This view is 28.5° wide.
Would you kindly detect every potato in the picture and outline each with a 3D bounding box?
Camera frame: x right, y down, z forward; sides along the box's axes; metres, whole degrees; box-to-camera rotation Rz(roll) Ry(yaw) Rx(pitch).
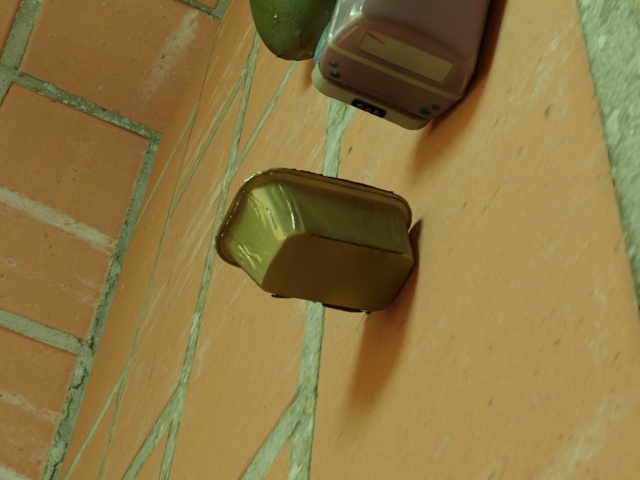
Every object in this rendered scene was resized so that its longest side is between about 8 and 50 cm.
[{"bbox_3d":[-0.031,-0.382,1.894,0.178,0.160,0.235,55,-139,-77],"label":"potato"}]

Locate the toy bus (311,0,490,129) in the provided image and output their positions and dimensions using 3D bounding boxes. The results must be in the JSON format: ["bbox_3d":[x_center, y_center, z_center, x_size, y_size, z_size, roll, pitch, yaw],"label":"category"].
[{"bbox_3d":[0.085,-0.225,1.184,0.142,0.142,0.202,126,162,-61],"label":"toy bus"}]

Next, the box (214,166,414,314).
[{"bbox_3d":[0.000,0.000,1.086,0.111,0.177,0.111,-29,55,52],"label":"box"}]
